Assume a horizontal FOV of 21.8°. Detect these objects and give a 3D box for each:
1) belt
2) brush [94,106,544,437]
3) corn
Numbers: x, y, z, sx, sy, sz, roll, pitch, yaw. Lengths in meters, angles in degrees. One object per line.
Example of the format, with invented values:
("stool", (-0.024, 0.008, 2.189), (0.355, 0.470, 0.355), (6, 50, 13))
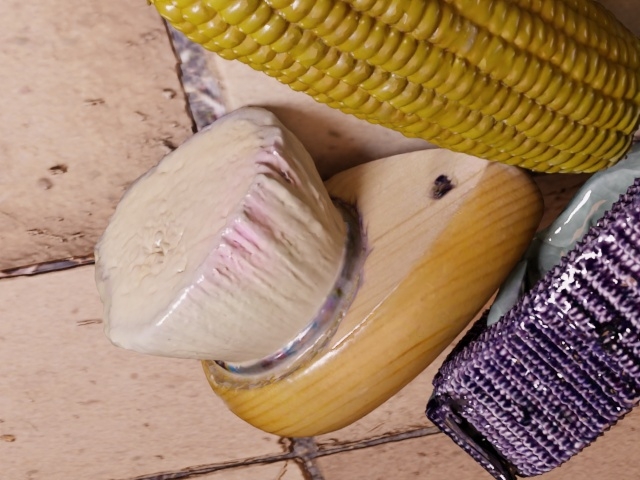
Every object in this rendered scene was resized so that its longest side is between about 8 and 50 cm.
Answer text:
("belt", (0.203, 0.013, 1.058), (0.122, 0.260, 0.325), (43, 117, 3))
("brush", (0.000, 0.000, 1.067), (0.266, 0.174, 0.166), (-33, 128, 22))
("corn", (0.054, -0.126, 0.939), (0.344, 0.131, 0.131), (19, 135, -34))
